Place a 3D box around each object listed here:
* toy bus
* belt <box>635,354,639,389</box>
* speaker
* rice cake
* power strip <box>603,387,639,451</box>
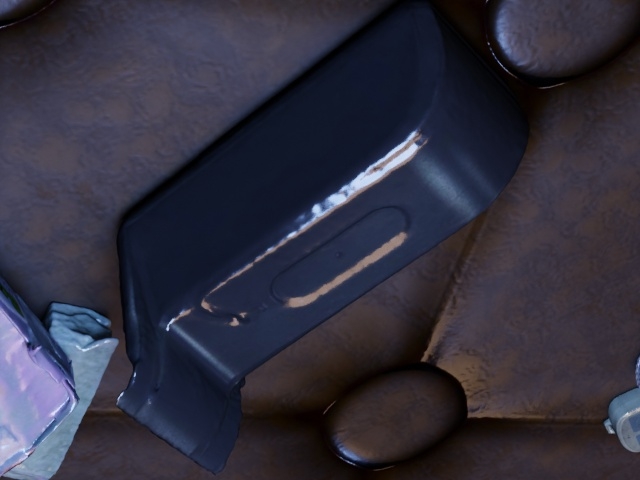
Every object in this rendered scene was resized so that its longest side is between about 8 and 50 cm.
[{"bbox_3d":[-0.325,0.056,1.414,0.138,0.112,0.317,-33,123,4],"label":"toy bus"},{"bbox_3d":[0.400,0.075,1.732,0.053,0.071,0.232,11,130,-35],"label":"belt"},{"bbox_3d":[0.000,0.000,1.446,0.388,0.184,0.180,-37,132,15],"label":"speaker"},{"bbox_3d":[-0.248,0.141,1.576,0.069,0.063,0.206,13,125,-20],"label":"rice cake"},{"bbox_3d":[0.411,0.160,1.835,0.227,0.029,0.080,-26,134,6],"label":"power strip"}]
